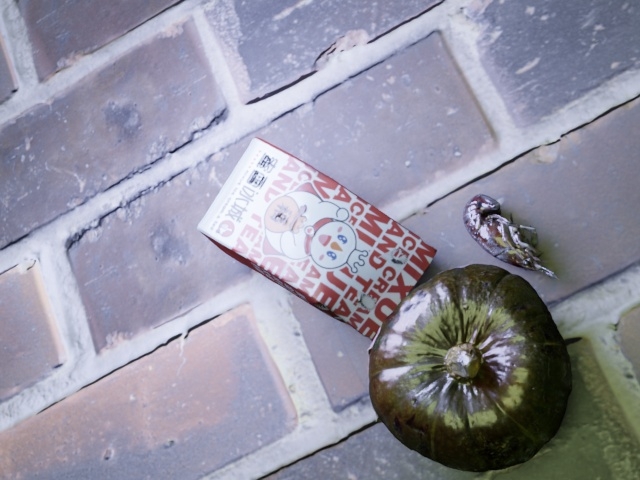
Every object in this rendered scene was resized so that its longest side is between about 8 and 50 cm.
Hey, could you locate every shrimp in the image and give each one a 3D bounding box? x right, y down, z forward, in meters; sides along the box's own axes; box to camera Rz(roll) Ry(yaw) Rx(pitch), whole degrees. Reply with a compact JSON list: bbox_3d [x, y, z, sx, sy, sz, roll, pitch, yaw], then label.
[{"bbox_3d":[0.257,0.000,1.239,0.165,0.056,0.065,37,85,21],"label":"shrimp"}]

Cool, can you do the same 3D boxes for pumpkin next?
[{"bbox_3d":[0.187,0.160,1.152,0.260,0.189,0.260,-4,77,18],"label":"pumpkin"}]

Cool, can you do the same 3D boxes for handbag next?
[{"bbox_3d":[0.000,0.000,1.285,0.298,0.151,0.171,29,82,20],"label":"handbag"}]
